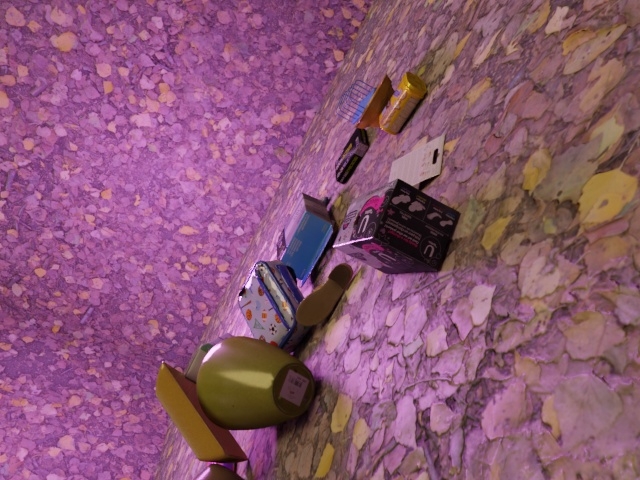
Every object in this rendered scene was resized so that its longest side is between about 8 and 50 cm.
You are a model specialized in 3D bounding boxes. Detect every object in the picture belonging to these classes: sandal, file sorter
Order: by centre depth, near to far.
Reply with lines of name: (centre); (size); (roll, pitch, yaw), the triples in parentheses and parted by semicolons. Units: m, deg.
sandal: (0.025, 0.161, 1.491); (0.240, 0.088, 0.079); (-52, -13, 20)
file sorter: (0.152, -0.608, 2.180); (0.118, 0.105, 0.170); (-68, 15, -14)

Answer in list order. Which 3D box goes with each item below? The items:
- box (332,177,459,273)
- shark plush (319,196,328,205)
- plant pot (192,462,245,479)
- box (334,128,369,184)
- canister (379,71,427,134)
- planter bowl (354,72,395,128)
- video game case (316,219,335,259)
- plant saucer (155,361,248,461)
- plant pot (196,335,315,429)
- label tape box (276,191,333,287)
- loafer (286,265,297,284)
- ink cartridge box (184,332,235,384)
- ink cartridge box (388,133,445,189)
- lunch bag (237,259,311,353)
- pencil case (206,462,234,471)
box: (0.154, -0.019, 1.104); (0.142, 0.164, 0.247); (-67, 14, -13)
shark plush: (-0.017, -0.110, 2.073); (0.067, 0.073, 0.161); (11, 69, 44)
plant pot: (-0.311, 0.757, 1.373); (0.229, 0.263, 0.263); (-55, 5, -39)
box: (0.121, -0.339, 1.972); (0.190, 0.045, 0.184); (-56, 19, 29)
canister: (0.259, -0.436, 1.595); (0.169, 0.074, 0.126); (-57, 16, 35)
planter bowl: (0.211, -0.465, 1.743); (0.217, 0.090, 0.217); (-59, 4, 7)
video game case: (0.000, 0.000, 1.894); (0.157, 0.019, 0.143); (-68, 15, -8)
plant saucer: (-0.370, 0.548, 1.510); (0.081, 0.333, 0.332); (-38, -22, -14)
plant pot: (-0.156, 0.401, 1.386); (0.294, 0.275, 0.274); (-16, 49, 51)
label tape box: (-0.068, -0.011, 1.885); (0.249, 0.115, 0.347); (-62, 13, 17)
loafer: (-0.114, 0.196, 1.750); (0.078, 0.076, 0.223); (-34, 56, 30)
ink cartridge box: (-0.297, 0.429, 1.693); (0.121, 0.211, 0.289); (-64, -6, 2)
ink cartridge box: (0.255, -0.180, 1.299); (0.179, 0.045, 0.145); (-22, 41, 43)
lunch bag: (-0.155, 0.213, 1.651); (0.303, 0.115, 0.243); (54, 128, 32)
pencil case: (-0.339, 0.763, 1.686); (0.104, 0.105, 0.236); (-62, 14, 13)
